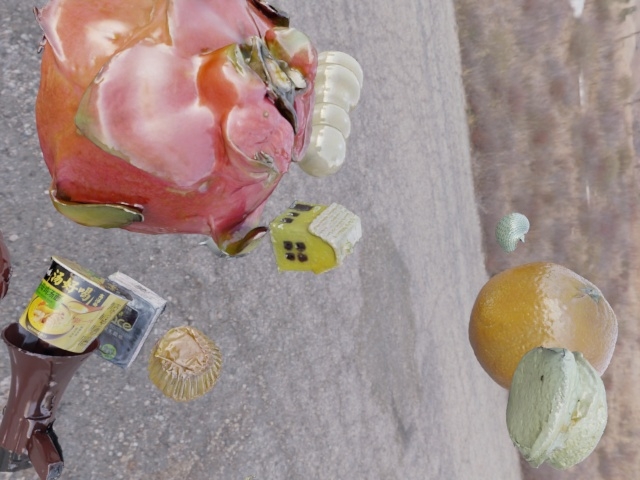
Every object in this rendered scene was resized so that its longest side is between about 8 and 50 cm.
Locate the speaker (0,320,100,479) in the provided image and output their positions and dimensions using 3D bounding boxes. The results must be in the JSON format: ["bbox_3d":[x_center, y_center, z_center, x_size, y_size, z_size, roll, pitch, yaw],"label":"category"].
[{"bbox_3d":[-0.611,0.373,1.000,0.198,0.259,0.330,1,103,-75],"label":"speaker"}]

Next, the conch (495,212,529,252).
[{"bbox_3d":[0.379,-0.018,0.886,0.085,0.056,0.076,-41,163,-52],"label":"conch"}]

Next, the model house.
[{"bbox_3d":[0.000,0.000,1.249,0.193,0.234,0.175,-45,139,-54],"label":"model house"}]

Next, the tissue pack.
[{"bbox_3d":[-0.566,0.229,1.259,0.236,0.173,0.073,-57,-178,14],"label":"tissue pack"}]

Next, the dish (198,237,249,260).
[{"bbox_3d":[-0.331,0.024,1.653,0.227,0.236,0.086,-11,79,-32],"label":"dish"}]

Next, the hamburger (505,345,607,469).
[{"bbox_3d":[0.256,0.182,0.497,0.140,0.062,0.133,-48,160,-79],"label":"hamburger"}]

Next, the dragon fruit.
[{"bbox_3d":[-0.117,-0.125,0.481,0.305,0.225,0.306,18,90,-81],"label":"dragon fruit"}]

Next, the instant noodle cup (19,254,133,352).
[{"bbox_3d":[-0.422,0.112,0.759,0.122,0.151,0.151,-60,142,-15],"label":"instant noodle cup"}]

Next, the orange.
[{"bbox_3d":[0.420,0.168,0.847,0.264,0.264,0.264,16,71,-61],"label":"orange"}]

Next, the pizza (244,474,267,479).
[{"bbox_3d":[-0.201,0.514,0.743,0.189,0.296,0.071,64,-8,-17],"label":"pizza"}]

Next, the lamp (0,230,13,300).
[{"bbox_3d":[-0.712,0.052,0.759,0.257,0.303,0.303,112,-10,-62],"label":"lamp"}]

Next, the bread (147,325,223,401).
[{"bbox_3d":[-0.482,0.436,1.599,0.274,0.149,0.274,13,53,-18],"label":"bread"}]

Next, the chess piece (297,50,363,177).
[{"bbox_3d":[0.016,-0.286,1.051,0.167,0.167,0.300,47,42,-50],"label":"chess piece"}]
